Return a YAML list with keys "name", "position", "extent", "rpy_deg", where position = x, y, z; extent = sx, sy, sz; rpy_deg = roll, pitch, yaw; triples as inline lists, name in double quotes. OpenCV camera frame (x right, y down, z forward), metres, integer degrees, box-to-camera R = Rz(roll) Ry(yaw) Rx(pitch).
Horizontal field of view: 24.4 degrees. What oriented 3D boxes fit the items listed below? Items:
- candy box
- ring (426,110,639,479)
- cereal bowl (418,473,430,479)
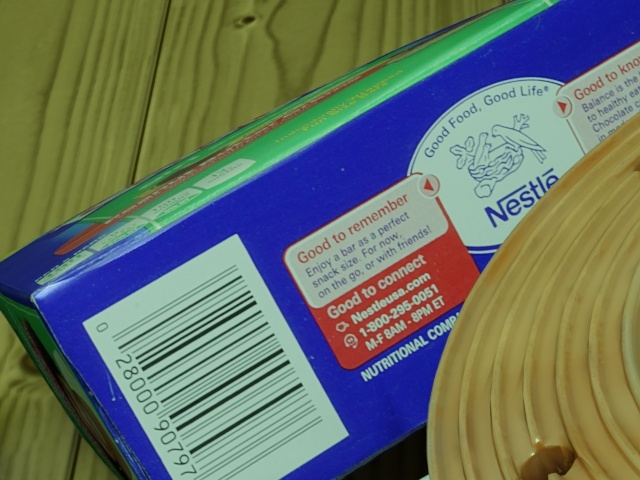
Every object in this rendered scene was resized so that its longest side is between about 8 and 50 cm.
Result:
- name: "candy box"
  position: [0.000, 0.000, 0.662]
  extent: [0.268, 0.122, 0.317]
  rpy_deg: [-30, 6, -14]
- name: "ring"
  position: [0.183, 0.002, 0.349]
  extent: [0.337, 0.032, 0.336]
  rpy_deg: [-24, 23, 11]
- name: "cereal bowl"
  position: [0.119, 0.227, 0.424]
  extent: [0.339, 0.141, 0.339]
  rpy_deg: [2, 56, -3]
